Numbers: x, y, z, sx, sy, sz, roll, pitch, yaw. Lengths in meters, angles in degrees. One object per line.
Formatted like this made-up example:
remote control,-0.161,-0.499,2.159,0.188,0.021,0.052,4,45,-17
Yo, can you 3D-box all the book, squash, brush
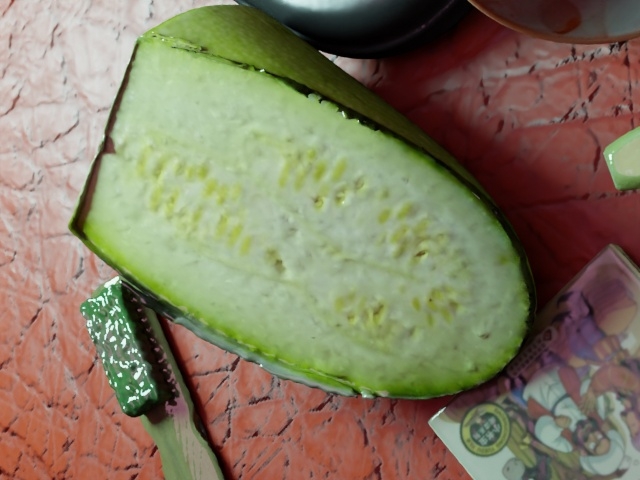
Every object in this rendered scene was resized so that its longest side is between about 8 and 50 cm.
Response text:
book,0.228,0.164,1.298,0.202,0.027,0.264,-46,67,17
squash,0.000,0.000,1.338,0.309,0.210,0.233,44,124,29
brush,-0.127,0.157,1.487,0.054,0.048,0.282,-33,72,26

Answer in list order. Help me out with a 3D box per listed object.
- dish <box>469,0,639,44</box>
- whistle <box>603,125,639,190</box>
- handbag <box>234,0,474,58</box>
dish,0.194,-0.277,1.286,0.260,0.085,0.260,-1,115,-2
whistle,0.306,-0.086,1.225,0.227,0.085,0.105,-22,78,20
handbag,0.014,-0.285,1.417,0.308,0.093,0.254,34,103,27
